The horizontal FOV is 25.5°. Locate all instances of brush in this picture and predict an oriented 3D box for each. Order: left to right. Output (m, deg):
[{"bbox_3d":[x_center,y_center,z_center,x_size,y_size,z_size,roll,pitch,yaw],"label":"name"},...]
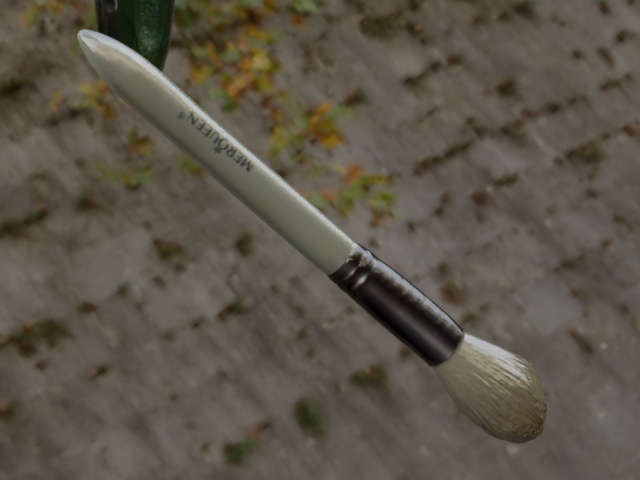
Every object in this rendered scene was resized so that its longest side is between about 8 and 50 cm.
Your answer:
[{"bbox_3d":[0.000,0.000,0.679,0.039,0.299,0.042,-42,14,33],"label":"brush"}]

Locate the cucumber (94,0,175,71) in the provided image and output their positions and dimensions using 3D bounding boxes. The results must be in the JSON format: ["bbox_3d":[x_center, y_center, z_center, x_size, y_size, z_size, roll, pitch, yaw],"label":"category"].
[{"bbox_3d":[-0.106,-0.219,0.749,0.056,0.284,0.056,0,12,0],"label":"cucumber"}]
